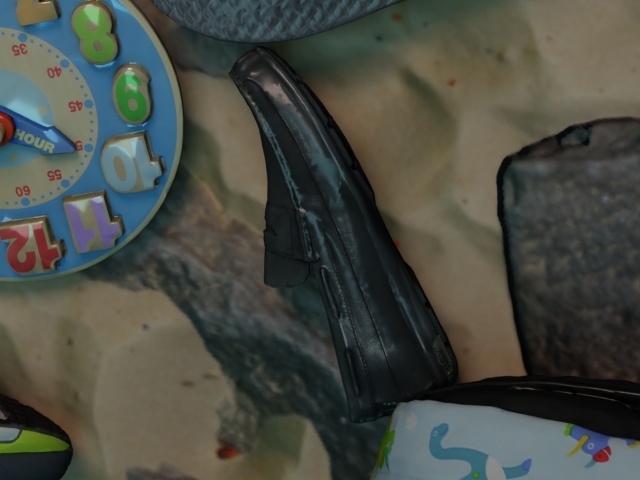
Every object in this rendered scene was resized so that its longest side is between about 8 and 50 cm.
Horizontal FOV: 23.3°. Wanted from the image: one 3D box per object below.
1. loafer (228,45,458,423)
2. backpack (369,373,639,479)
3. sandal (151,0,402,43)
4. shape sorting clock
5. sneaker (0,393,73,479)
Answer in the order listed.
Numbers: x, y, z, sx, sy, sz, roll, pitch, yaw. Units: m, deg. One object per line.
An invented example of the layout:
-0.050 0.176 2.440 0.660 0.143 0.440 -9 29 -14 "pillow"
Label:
0.000 0.000 0.864 0.078 0.076 0.223 -27 100 3 "loafer"
0.179 0.179 0.756 0.355 0.290 0.273 25 93 29 "backpack"
0.019 -0.165 0.852 0.254 0.054 0.097 -7 105 -2 "sandal"
-0.179 -0.068 0.867 0.206 0.040 0.206 0 120 -1 "shape sorting clock"
-0.284 0.156 0.868 0.300 0.111 0.121 -10 104 -23 "sneaker"
